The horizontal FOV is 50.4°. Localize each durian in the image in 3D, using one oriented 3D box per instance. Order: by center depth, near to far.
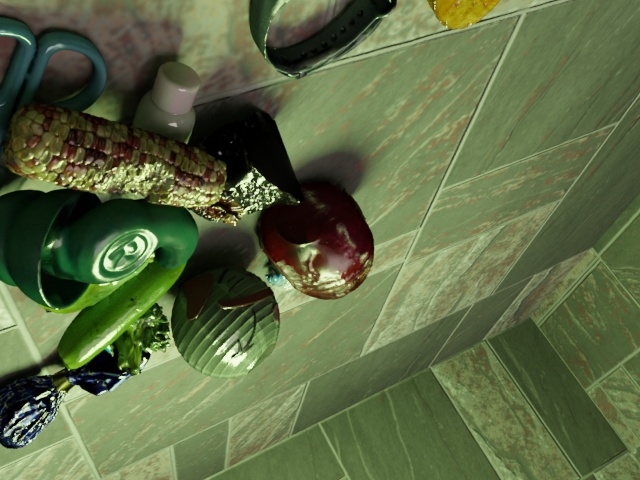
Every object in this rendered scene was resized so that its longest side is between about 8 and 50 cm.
[{"bbox_3d":[-0.379,0.056,1.118,0.250,0.101,0.139,-32,156,11],"label":"durian"}]

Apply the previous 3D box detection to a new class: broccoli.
[{"bbox_3d":[-0.366,0.178,1.291,0.154,0.160,0.167,-8,146,6],"label":"broccoli"}]

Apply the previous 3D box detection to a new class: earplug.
[{"bbox_3d":[-0.323,-0.007,0.938,0.280,0.257,0.164,12,114,0],"label":"earplug"}]

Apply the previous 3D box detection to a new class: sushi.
[{"bbox_3d":[-0.142,-0.101,1.059,0.150,0.153,0.172,-20,-179,18],"label":"sushi"}]

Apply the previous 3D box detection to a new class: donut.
[{"bbox_3d":[0.219,-0.395,1.024,0.151,0.058,0.152,-25,153,-14],"label":"donut"}]

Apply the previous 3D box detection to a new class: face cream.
[{"bbox_3d":[-0.233,-0.133,0.963,0.082,0.082,0.269,-10,146,-39],"label":"face cream"}]

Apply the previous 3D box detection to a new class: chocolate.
[{"bbox_3d":[-0.500,0.281,1.378,0.343,0.148,0.126,-30,111,1],"label":"chocolate"}]

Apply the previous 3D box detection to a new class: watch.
[{"bbox_3d":[0.005,-0.316,0.921,0.206,0.068,0.193,-24,158,-8],"label":"watch"}]

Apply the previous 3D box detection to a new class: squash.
[{"bbox_3d":[-0.349,0.109,1.203,0.292,0.082,0.082,-45,159,-17],"label":"squash"}]

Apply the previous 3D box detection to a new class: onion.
[{"bbox_3d":[0.003,0.004,1.346,0.216,0.207,0.206,-36,159,-5],"label":"onion"}]

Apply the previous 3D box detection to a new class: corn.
[{"bbox_3d":[-0.245,-0.097,0.859,0.289,0.098,0.098,14,132,-34],"label":"corn"}]

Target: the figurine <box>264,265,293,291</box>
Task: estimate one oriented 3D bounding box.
[{"bbox_3d":[-0.070,0.067,1.529,0.114,0.079,0.114,-37,172,-6],"label":"figurine"}]

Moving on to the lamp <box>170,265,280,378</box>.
[{"bbox_3d":[-0.196,0.160,1.380,0.233,0.233,0.265,-35,176,7],"label":"lamp"}]

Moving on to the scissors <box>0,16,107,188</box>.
[{"bbox_3d":[-0.429,-0.092,0.878,0.192,0.029,0.447,-2,142,-46],"label":"scissors"}]
